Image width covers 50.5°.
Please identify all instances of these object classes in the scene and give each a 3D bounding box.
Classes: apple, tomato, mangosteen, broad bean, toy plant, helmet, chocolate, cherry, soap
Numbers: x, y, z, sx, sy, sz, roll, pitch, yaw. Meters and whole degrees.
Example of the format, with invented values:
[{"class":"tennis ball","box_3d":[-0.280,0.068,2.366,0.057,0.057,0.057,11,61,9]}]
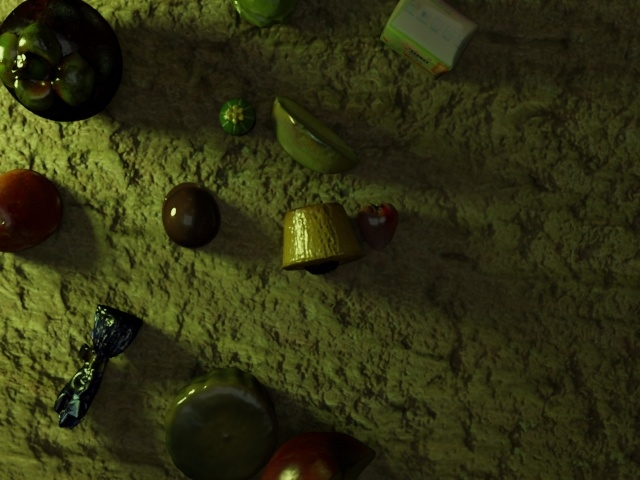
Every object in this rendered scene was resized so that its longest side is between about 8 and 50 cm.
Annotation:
[{"class":"apple","box_3d":[-0.030,-0.244,1.688,0.265,0.193,0.120,35,103,-8]},{"class":"tomato","box_3d":[-0.772,-0.067,1.686,0.232,0.139,0.201,-26,102,-1]},{"class":"mangosteen","box_3d":[-0.617,-0.431,1.589,0.300,0.300,0.301,0,95,-3]},{"class":"apple","box_3d":[-0.019,0.655,1.699,0.328,0.295,0.365,13,111,-22]},{"class":"broad bean","box_3d":[-0.135,-0.675,1.675,0.237,0.119,0.291,-12,93,8]},{"class":"toy plant","box_3d":[-0.205,-0.305,1.680,0.092,0.162,0.093,0,96,-2]},{"class":"helmet","box_3d":[-0.335,-0.065,1.726,0.154,0.106,0.175,0,91,-3]},{"class":"chocolate","box_3d":[-0.586,0.326,1.748,0.148,0.126,0.344,32,97,34]},{"class":"cherry","box_3d":[0.145,-0.045,1.759,0.106,0.087,0.126,14,113,-5]},{"class":"soap","box_3d":[0.263,-0.513,1.675,0.199,0.182,0.138,35,93,-4]}]

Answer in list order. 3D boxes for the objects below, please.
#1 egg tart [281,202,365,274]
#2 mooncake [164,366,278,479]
[{"class":"egg tart","box_3d":[0.000,0.000,1.705,0.215,0.215,0.171,-8,84,-2]},{"class":"mooncake","box_3d":[-0.253,0.475,1.748,0.290,0.161,0.291,0,97,-4]}]
